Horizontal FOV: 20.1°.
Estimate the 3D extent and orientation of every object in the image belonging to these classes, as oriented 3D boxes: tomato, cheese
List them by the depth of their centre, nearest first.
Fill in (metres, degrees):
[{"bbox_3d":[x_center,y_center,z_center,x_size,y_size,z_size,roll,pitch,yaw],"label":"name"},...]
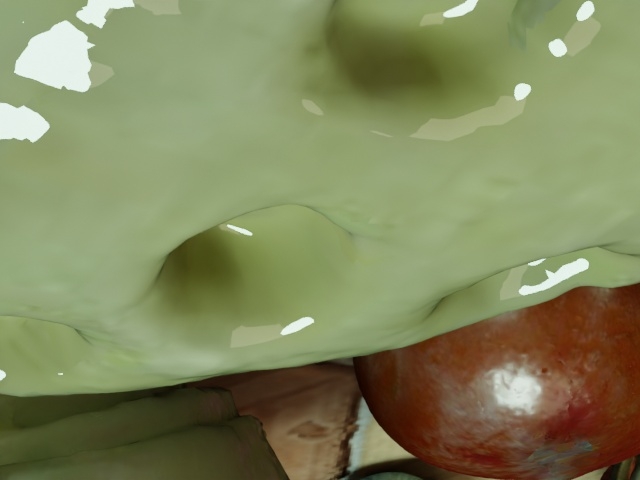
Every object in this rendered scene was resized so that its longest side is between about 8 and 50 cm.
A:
[{"bbox_3d":[0.025,-0.039,0.484,0.351,0.129,0.328,19,139,-38],"label":"cheese"},{"bbox_3d":[0.091,0.064,0.755,0.156,0.069,0.155,-6,152,-3],"label":"tomato"}]

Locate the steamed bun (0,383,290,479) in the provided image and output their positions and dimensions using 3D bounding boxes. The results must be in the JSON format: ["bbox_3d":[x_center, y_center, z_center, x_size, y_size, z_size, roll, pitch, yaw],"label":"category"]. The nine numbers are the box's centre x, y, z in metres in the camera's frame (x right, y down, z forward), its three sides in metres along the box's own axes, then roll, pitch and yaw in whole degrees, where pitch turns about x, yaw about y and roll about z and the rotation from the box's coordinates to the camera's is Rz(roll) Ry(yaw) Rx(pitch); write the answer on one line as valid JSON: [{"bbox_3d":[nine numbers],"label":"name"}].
[{"bbox_3d":[-0.142,0.125,0.668,0.320,0.206,0.275,9,162,-31],"label":"steamed bun"}]

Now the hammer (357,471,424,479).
[{"bbox_3d":[-0.021,0.170,0.927,0.194,0.069,0.116,-6,153,5],"label":"hammer"}]

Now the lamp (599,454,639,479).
[{"bbox_3d":[0.219,0.151,0.875,0.223,0.151,0.215,4,135,-34],"label":"lamp"}]
